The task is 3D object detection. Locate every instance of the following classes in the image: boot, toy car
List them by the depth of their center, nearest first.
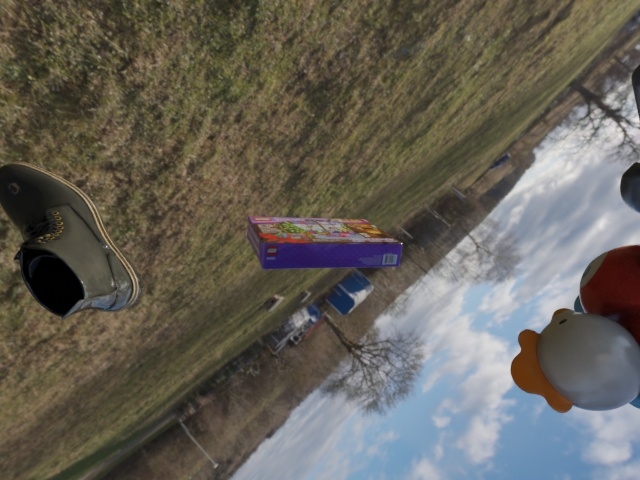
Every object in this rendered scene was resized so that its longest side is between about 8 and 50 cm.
[{"bbox_3d":[-0.263,-0.010,0.394,0.077,0.198,0.137,-47,-178,-7],"label":"boot"},{"bbox_3d":[0.344,0.118,0.507,0.238,0.210,0.219,-12,149,-2],"label":"toy car"}]

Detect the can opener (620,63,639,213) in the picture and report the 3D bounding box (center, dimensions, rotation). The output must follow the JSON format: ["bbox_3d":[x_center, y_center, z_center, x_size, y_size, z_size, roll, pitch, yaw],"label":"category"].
[{"bbox_3d":[0.428,-0.109,0.517,0.095,0.076,0.284,-48,135,14],"label":"can opener"}]

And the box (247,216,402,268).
[{"bbox_3d":[0.000,0.000,0.900,0.201,0.294,0.057,-137,-130,-65],"label":"box"}]
